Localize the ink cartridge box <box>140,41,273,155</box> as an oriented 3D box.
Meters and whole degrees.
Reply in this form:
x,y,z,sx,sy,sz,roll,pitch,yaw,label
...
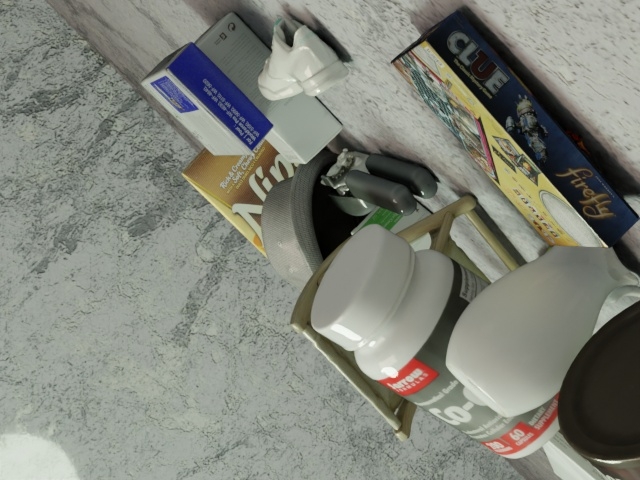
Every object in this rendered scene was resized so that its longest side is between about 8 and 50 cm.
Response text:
x,y,z,sx,sy,sz,roll,pitch,yaw,label
-0.160,-0.195,1.821,0.165,0.065,0.332,45,174,-14,ink cartridge box

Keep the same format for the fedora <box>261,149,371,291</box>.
x,y,z,sx,sy,sz,roll,pitch,yaw,label
0.000,0.000,1.985,0.124,0.244,0.275,-12,122,33,fedora

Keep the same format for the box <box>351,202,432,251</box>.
x,y,z,sx,sy,sz,roll,pitch,yaw,label
0.115,-0.005,1.903,0.087,0.101,0.102,41,172,21,box

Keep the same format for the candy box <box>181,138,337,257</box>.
x,y,z,sx,sy,sz,roll,pitch,yaw,label
-0.050,-0.066,2.105,0.316,0.183,0.087,44,-176,-7,candy box

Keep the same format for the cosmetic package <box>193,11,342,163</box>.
x,y,z,sx,sy,sz,roll,pitch,yaw,label
-0.085,-0.217,1.864,0.231,0.085,0.117,46,173,-12,cosmetic package

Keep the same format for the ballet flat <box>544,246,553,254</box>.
x,y,z,sx,sy,sz,roll,pitch,yaw,label
0.267,0.063,1.533,0.077,0.077,0.231,41,173,12,ballet flat

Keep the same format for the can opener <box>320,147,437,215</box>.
x,y,z,sx,sy,sz,roll,pitch,yaw,label
0.081,-0.076,1.788,0.093,0.074,0.280,53,168,-19,can opener

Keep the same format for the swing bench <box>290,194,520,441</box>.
x,y,z,sx,sy,sz,roll,pitch,yaw,label
0.144,0.108,1.682,0.254,0.165,0.253,-17,126,38,swing bench

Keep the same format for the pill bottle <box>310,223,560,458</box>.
x,y,z,sx,sy,sz,roll,pitch,yaw,label
0.140,0.111,1.444,0.283,0.161,0.161,32,177,-17,pill bottle

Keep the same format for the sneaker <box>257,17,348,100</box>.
x,y,z,sx,sy,sz,roll,pitch,yaw,label
-0.035,-0.231,1.599,0.094,0.080,0.212,58,163,-15,sneaker

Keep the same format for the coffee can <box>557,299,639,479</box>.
x,y,z,sx,sy,sz,roll,pitch,yaw,label
0.383,0.205,1.210,0.275,0.201,0.201,46,173,-23,coffee can

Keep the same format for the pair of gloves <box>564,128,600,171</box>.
x,y,z,sx,sy,sz,roll,pitch,yaw,label
0.221,-0.088,1.173,0.083,0.010,0.074,40,172,42,pair of gloves

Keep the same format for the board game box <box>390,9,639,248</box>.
x,y,z,sx,sy,sz,roll,pitch,yaw,label
0.173,-0.096,1.190,0.243,0.042,0.165,48,175,-6,board game box

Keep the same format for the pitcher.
x,y,z,sx,sy,sz,roll,pitch,yaw,label
0.245,0.094,1.320,0.178,0.207,0.125,43,174,-8,pitcher

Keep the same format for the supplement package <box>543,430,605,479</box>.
x,y,z,sx,sy,sz,roll,pitch,yaw,label
0.446,0.316,1.739,0.262,0.145,0.204,40,172,30,supplement package
